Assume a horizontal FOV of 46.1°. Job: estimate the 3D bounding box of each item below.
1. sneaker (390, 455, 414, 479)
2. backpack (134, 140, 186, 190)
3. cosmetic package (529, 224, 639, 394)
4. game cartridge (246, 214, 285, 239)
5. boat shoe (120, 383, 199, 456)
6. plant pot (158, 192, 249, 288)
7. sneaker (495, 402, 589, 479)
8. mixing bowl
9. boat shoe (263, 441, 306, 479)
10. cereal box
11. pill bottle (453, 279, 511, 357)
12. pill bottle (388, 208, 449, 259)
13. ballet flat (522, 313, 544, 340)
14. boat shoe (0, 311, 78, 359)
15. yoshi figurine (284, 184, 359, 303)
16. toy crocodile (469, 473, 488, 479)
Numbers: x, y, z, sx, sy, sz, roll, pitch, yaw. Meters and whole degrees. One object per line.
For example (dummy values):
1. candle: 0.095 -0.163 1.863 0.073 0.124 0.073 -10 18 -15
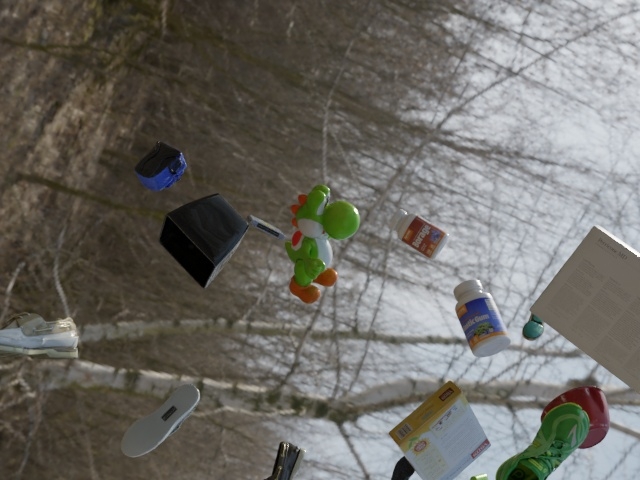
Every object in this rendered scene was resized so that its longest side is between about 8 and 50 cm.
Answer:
1. sneaker: 0.191 0.635 1.937 0.170 0.051 0.089 -56 171 -34
2. backpack: -0.431 -0.188 2.029 0.120 0.098 0.101 -47 144 -27
3. cosmetic package: 0.784 0.182 1.943 0.284 0.377 0.097 -57 159 19
4. game cartridge: -0.116 -0.028 1.594 0.017 0.083 0.056 -62 -160 2
5. boat shoe: -0.371 0.433 1.778 0.219 0.078 0.070 -39 160 -19
6. plant pot: -0.301 -0.014 2.017 0.167 0.188 0.187 -41 175 -28
7. sneaker: 0.536 0.517 1.794 0.295 0.109 0.123 -54 174 15
8. mixing bowl: 0.671 0.469 1.931 0.181 0.181 0.098 -60 -149 29
9. boat shoe: -0.104 0.579 1.773 0.228 0.068 0.081 -62 175 -47
10. cereal box: 0.260 0.425 1.603 0.173 0.240 0.047 -38 -139 -9
11. pill bottle: 0.598 0.289 2.835 0.152 0.152 0.272 -54 -137 43
12. pill bottle: 0.376 -0.028 2.894 0.121 0.216 0.121 -53 167 -18
13. ballet flat: 0.613 0.250 2.150 0.168 0.057 0.052 -42 148 -49
14. boat shoe: -0.698 0.221 1.755 0.113 0.302 0.103 -9 -104 26
15. yoshi figurine: 0.019 0.014 2.191 0.204 0.203 0.362 -115 -156 -48
16. toy crocodile: 0.459 0.800 2.007 0.105 0.115 0.341 -22 -114 38
